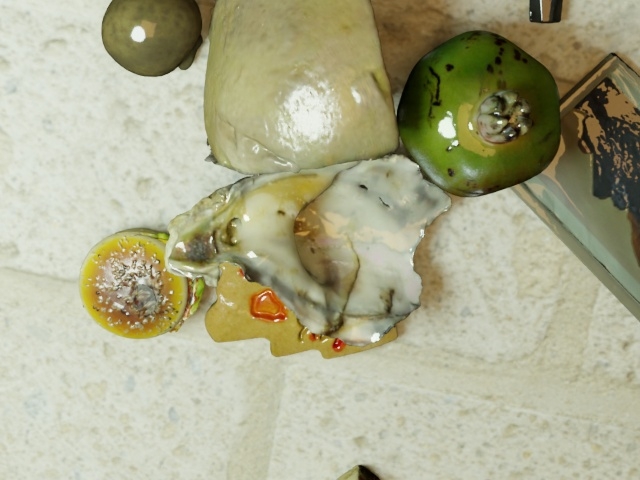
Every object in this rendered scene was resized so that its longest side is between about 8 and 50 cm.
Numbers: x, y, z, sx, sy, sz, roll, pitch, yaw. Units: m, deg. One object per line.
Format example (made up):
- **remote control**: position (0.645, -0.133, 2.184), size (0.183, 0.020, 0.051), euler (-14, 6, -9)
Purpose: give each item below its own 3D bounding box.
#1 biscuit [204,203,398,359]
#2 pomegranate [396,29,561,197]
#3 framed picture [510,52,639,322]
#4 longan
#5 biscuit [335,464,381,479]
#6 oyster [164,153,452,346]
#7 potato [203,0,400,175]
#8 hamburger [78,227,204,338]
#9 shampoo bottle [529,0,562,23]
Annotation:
- **biscuit**: position (-0.014, 0.057, 1.563), size (0.239, 0.041, 0.212), euler (28, 101, -8)
- **pomegranate**: position (0.176, -0.131, 1.426), size (0.180, 0.210, 0.179), euler (-1, 93, -12)
- **framed picture**: position (0.349, -0.058, 1.553), size (0.265, 0.018, 0.192), euler (44, 99, -12)
- **longan**: position (-0.173, -0.222, 1.452), size (0.119, 0.106, 0.106), euler (30, 105, -42)
- **biscuit**: position (0.001, 0.351, 1.639), size (0.052, 0.056, 0.188), euler (38, 103, -12)
- **oyster**: position (-0.003, 0.002, 1.480), size (0.271, 0.100, 0.275), euler (41, 66, -7)
- **potato**: position (-0.042, -0.211, 1.406), size (0.211, 0.189, 0.264), euler (-9, 106, 1)
- **hamburger**: position (-0.201, 0.049, 1.532), size (0.141, 0.081, 0.126), euler (9, 105, -3)
- **shampoo bottle**: position (0.246, -0.304, 1.472), size (0.048, 0.027, 0.137), euler (0, 106, -2)
